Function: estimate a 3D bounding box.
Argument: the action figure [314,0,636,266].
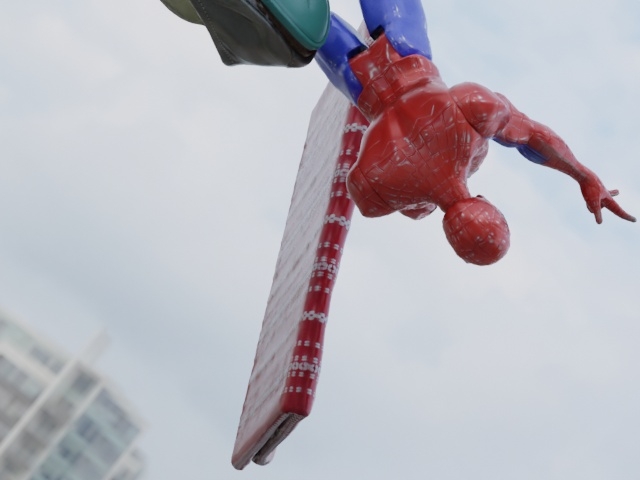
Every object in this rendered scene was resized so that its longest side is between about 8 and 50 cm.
[{"bbox_3d":[0.051,-0.071,0.844,0.139,0.091,0.280,38,21,-40],"label":"action figure"}]

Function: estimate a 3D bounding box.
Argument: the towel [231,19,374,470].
[{"bbox_3d":[0.000,0.000,1.094,0.031,0.275,0.199,15,-20,-7],"label":"towel"}]

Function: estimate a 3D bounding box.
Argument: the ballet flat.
[{"bbox_3d":[-0.061,-0.138,0.742,0.068,0.072,0.213,-1,-27,22],"label":"ballet flat"}]
